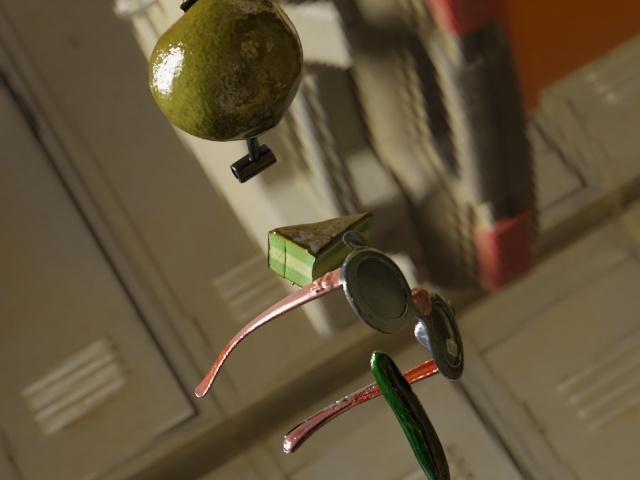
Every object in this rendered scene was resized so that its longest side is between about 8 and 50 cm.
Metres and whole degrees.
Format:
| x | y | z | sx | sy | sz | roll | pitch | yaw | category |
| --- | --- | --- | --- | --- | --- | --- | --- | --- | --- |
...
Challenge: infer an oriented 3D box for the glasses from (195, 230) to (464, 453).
| x | y | z | sx | sy | sz | roll | pitch | yaw | category |
| --- | --- | --- | --- | --- | --- | --- | --- | --- | --- |
| 0.009 | 0.118 | 1.998 | 0.234 | 0.268 | 0.118 | 35 | -140 | -44 | glasses |

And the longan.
| x | y | z | sx | sy | sz | roll | pitch | yaw | category |
| --- | --- | --- | --- | --- | --- | --- | --- | --- | --- |
| -0.099 | -0.181 | 1.753 | 0.176 | 0.155 | 0.145 | 57 | 174 | 10 | longan |

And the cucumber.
| x | y | z | sx | sy | sz | roll | pitch | yaw | category |
| --- | --- | --- | --- | --- | --- | --- | --- | --- | --- |
| 0.103 | 0.199 | 1.966 | 0.184 | 0.036 | 0.033 | 62 | 155 | -10 | cucumber |

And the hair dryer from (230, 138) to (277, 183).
| x | y | z | sx | sy | sz | roll | pitch | yaw | category |
| --- | --- | --- | --- | --- | --- | --- | --- | --- | --- |
| -0.073 | -0.094 | 1.884 | 0.026 | 0.047 | 0.083 | 51 | 165 | 20 | hair dryer |

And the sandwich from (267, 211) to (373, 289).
| x | y | z | sx | sy | sz | roll | pitch | yaw | category |
| --- | --- | --- | --- | --- | --- | --- | --- | --- | --- |
| 0.000 | 0.000 | 2.191 | 0.074 | 0.116 | 0.074 | 31 | 139 | 26 | sandwich |
